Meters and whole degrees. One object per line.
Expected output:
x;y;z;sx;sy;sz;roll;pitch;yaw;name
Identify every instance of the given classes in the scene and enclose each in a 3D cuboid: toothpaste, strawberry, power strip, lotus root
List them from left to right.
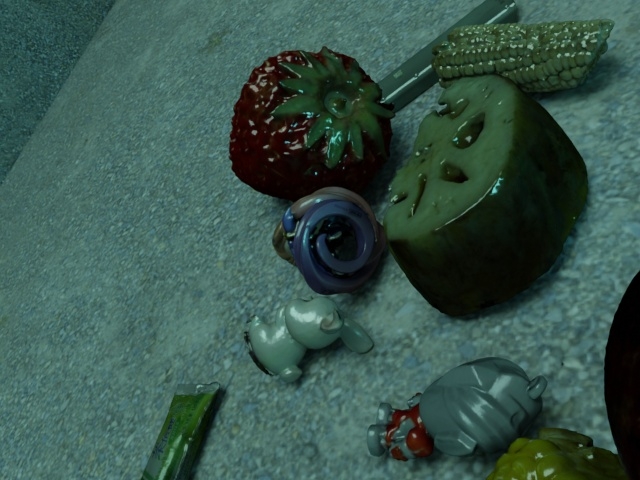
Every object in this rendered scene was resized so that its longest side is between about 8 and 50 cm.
-0.177;0.271;0.678;0.078;0.047;0.248;-11;47;35;toothpaste
-0.032;-0.130;0.804;0.244;0.205;0.205;-29;35;57;strawberry
0.159;-0.250;0.841;0.253;0.027;0.060;-35;39;16;power strip
0.159;-0.052;0.581;0.138;0.119;0.235;-4;52;49;lotus root

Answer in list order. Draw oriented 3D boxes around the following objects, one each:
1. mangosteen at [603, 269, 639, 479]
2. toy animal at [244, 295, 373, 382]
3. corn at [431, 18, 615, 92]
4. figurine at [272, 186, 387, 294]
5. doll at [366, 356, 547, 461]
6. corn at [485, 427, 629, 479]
0.245;0.054;0.278;0.235;0.261;0.235;-25;33;18;mangosteen
-0.016;0.095;0.656;0.124;0.071;0.085;-35;45;21;toy animal
0.226;-0.204;0.696;0.211;0.087;0.087;15;68;43;corn
0.004;-0.009;0.706;0.157;0.126;0.114;-142;68;-67;figurine
0.108;0.140;0.499;0.180;0.079;0.094;-31;13;41;doll
0.135;0.275;0.308;0.120;0.120;0.363;-16;48;35;corn
